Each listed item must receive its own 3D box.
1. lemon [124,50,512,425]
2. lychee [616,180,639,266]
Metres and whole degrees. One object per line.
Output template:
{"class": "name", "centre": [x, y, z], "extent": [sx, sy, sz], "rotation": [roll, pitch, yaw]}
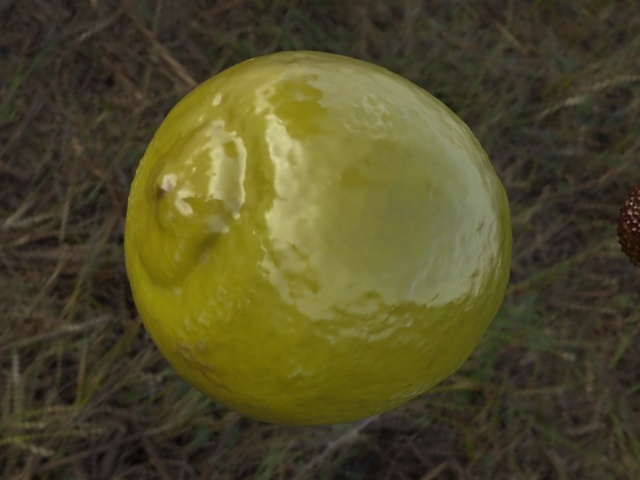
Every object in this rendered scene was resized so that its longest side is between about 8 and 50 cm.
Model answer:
{"class": "lemon", "centre": [0.000, 0.000, 1.208], "extent": [0.348, 0.348, 0.348], "rotation": [20, 49, -25]}
{"class": "lychee", "centre": [0.362, -0.016, 1.412], "extent": [0.123, 0.123, 0.129], "rotation": [47, 25, 1]}
